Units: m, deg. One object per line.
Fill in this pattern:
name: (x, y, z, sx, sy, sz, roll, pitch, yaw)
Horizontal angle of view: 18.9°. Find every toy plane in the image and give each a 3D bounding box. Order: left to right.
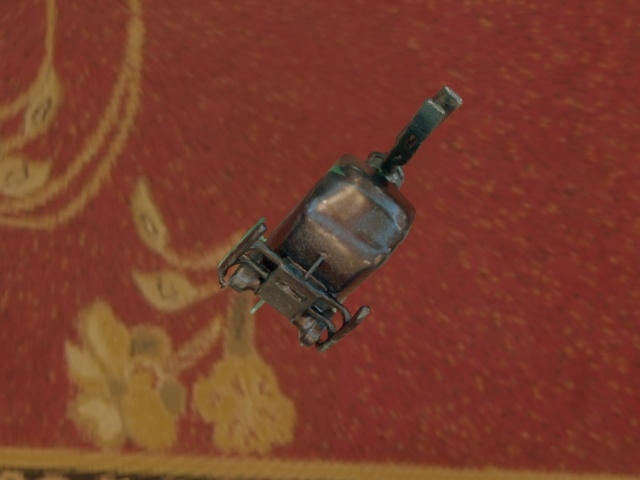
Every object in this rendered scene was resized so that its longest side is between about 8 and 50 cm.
toy plane: (0.000, 0.000, 0.862, 0.060, 0.235, 0.096, 37, 68, -3)
